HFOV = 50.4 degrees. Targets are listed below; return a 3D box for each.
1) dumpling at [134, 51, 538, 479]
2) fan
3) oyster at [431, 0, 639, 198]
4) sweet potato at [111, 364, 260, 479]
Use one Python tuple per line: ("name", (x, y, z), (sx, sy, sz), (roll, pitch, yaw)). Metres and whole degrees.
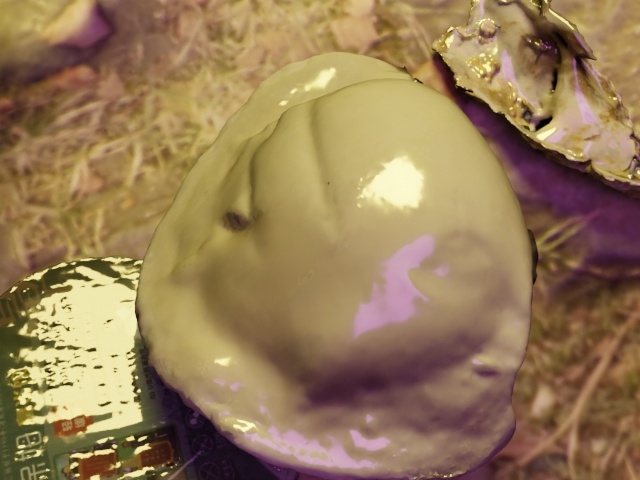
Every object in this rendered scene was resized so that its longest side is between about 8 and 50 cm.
("dumpling", (0.001, 0.005, 0.408), (0.227, 0.243, 0.175), (-14, 116, 3))
("fan", (-0.071, 0.120, 0.402), (0.294, 0.012, 0.223), (14, 56, -5))
("oyster", (0.162, -0.095, 0.479), (0.106, 0.061, 0.200), (-29, 87, 11))
("sweet potato", (-0.102, 0.117, 0.433), (0.195, 0.056, 0.056), (39, 84, 3))
